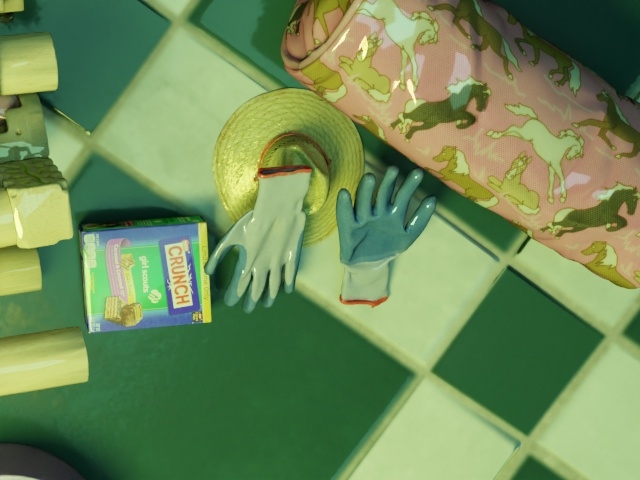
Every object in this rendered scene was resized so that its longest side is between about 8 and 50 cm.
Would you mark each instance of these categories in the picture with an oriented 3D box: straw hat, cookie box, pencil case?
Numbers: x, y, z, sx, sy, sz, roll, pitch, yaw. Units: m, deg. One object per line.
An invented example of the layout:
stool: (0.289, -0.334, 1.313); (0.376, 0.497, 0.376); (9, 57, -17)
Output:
straw hat: (-0.020, -0.055, 1.417); (0.145, 0.061, 0.144); (-3, 104, -11)
cookie box: (-0.150, 0.028, 1.420); (0.107, 0.040, 0.091); (-5, 104, -12)
pencil case: (0.158, -0.112, 1.391); (0.386, 0.160, 0.167); (33, 99, -17)

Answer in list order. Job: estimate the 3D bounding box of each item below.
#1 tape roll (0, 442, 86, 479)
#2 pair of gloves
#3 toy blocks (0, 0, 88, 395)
tape roll: (-0.276, 0.277, 1.434); (0.189, 0.080, 0.189); (-3, 104, -11)
pair of gloves: (0.000, 0.000, 1.414); (0.198, 0.023, 0.159); (-3, 130, -21)
toy blocks: (-0.335, -0.047, 1.232); (0.260, 0.288, 0.309); (-8, 108, -16)
